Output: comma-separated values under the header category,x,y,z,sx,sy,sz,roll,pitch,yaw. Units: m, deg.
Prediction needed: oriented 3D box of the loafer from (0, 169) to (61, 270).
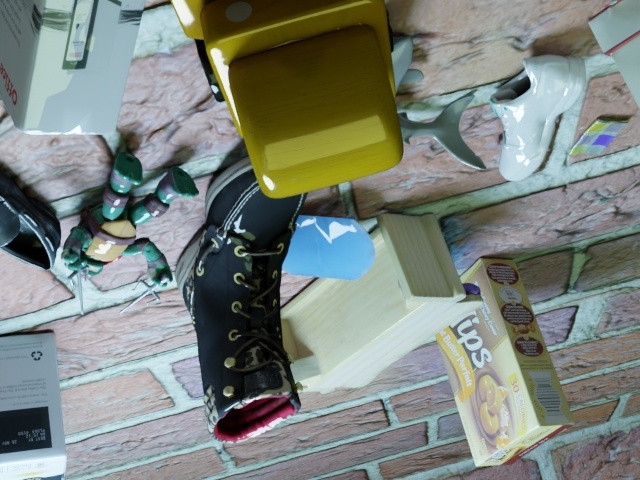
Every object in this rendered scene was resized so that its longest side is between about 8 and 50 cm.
category,x,y,z,sx,sy,sz,roll,pitch,yaw
loafer,-0.388,-0.030,1.127,0.076,0.078,0.223,-22,150,13

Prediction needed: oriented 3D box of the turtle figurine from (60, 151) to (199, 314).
category,x,y,z,sx,sy,sz,roll,pitch,yaw
turtle figurine,-0.263,-0.002,1.200,0.175,0.118,0.234,-3,137,-50

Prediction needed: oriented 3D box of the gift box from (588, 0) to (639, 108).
category,x,y,z,sx,sy,sz,roll,pitch,yaw
gift box,0.466,-0.218,1.005,0.255,0.258,0.276,-32,162,32

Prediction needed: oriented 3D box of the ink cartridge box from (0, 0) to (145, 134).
category,x,y,z,sx,sy,sz,roll,pitch,yaw
ink cartridge box,-0.207,-0.208,0.761,0.086,0.148,0.203,-2,129,-34

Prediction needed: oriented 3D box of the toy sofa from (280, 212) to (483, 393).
category,x,y,z,sx,sy,sz,roll,pitch,yaw
toy sofa,0.077,0.110,1.524,0.177,0.150,0.362,4,147,-40

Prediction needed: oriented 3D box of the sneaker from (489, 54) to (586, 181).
category,x,y,z,sx,sy,sz,roll,pitch,yaw
sneaker,0.259,-0.163,1.220,0.094,0.080,0.212,5,140,-11

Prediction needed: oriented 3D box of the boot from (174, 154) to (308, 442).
category,x,y,z,sx,sy,sz,roll,pitch,yaw
boot,-0.089,0.082,1.252,0.138,0.284,0.377,3,148,-29

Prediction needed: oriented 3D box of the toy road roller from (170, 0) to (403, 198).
category,x,y,z,sx,sy,sz,roll,pitch,yaw
toy road roller,-0.021,-0.192,0.845,0.203,0.240,0.329,-16,151,1

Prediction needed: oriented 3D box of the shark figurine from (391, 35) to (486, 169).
category,x,y,z,sx,sy,sz,roll,pitch,yaw
shark figurine,0.088,-0.134,1.127,0.166,0.116,0.278,-18,158,23

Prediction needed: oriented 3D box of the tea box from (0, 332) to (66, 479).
category,x,y,z,sx,sy,sz,roll,pitch,yaw
tea box,-0.593,0.325,1.513,0.329,0.220,0.323,-2,148,-21

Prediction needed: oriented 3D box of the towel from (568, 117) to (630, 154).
category,x,y,z,sx,sy,sz,roll,pitch,yaw
towel,0.405,-0.151,1.360,0.060,0.009,0.083,-1,148,-25

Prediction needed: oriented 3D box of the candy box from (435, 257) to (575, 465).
category,x,y,z,sx,sy,sz,roll,pitch,yaw
candy box,0.305,0.210,1.632,0.088,0.316,0.183,5,146,-30

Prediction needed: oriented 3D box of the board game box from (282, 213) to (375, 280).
category,x,y,z,sx,sy,sz,roll,pitch,yaw
board game box,0.000,0.000,1.391,0.169,0.033,0.133,5,137,11
